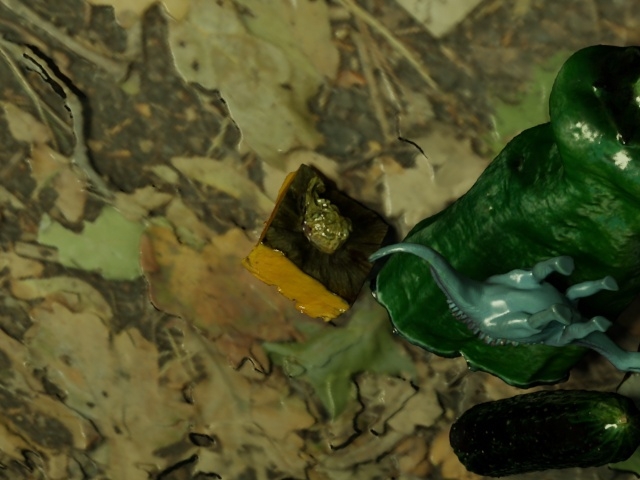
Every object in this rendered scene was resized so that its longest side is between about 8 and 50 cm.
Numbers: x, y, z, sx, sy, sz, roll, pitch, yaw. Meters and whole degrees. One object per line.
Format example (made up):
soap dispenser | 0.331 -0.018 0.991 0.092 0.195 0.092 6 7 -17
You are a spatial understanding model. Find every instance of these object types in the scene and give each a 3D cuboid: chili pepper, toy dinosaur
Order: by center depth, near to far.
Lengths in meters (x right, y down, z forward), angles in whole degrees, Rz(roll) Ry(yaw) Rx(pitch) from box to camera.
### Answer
toy dinosaur | 0.119 0.038 1.100 0.197 0.045 0.080 22 151 -25
chili pepper | 0.145 -0.020 1.130 0.136 0.099 0.270 39 135 5

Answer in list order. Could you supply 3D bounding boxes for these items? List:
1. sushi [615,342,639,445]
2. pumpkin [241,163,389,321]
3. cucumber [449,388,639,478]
sushi | 0.258 0.100 1.179 0.150 0.078 0.091 24 130 14
pumpkin | 0.000 0.000 1.221 0.074 0.083 0.054 32 137 -7
cucumber | 0.145 0.117 1.202 0.214 0.058 0.052 154 110 -70
